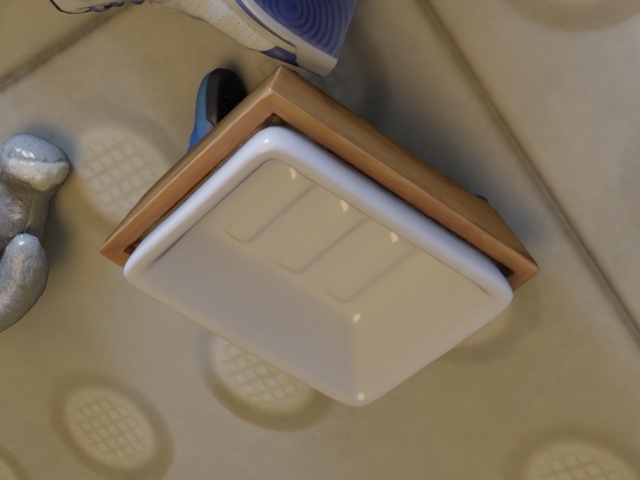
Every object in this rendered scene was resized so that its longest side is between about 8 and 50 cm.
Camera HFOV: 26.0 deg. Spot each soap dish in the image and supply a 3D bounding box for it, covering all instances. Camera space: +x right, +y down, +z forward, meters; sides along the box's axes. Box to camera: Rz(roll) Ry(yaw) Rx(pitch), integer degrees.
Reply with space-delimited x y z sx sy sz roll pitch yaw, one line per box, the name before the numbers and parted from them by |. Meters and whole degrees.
soap dish | 0.000 0.000 1.163 0.290 0.118 0.229 32 127 -26

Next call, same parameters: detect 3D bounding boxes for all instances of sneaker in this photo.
sneaker | -0.127 -0.241 1.133 0.315 0.127 0.182 28 160 -16
sneaker | -0.106 -0.061 1.267 0.082 0.069 0.209 13 126 23

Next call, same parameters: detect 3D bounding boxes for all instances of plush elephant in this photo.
plush elephant | -0.424 0.051 1.374 0.271 0.255 0.330 20 128 13
